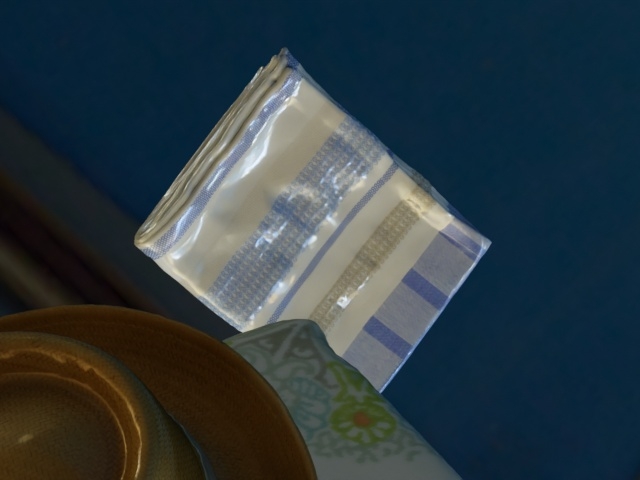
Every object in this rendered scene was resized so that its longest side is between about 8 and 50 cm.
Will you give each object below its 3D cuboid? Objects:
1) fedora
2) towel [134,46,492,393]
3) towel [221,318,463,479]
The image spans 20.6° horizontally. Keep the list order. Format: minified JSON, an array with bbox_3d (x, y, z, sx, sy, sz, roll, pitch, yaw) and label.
[{"bbox_3d":[-0.096,0.086,0.513,0.194,0.194,0.079,27,-25,22],"label":"fedora"},{"bbox_3d":[0.000,0.000,1.507,0.285,0.209,0.034,41,-6,-28],"label":"towel"},{"bbox_3d":[-0.059,0.204,1.072,0.374,0.320,0.090,45,-40,44],"label":"towel"}]
